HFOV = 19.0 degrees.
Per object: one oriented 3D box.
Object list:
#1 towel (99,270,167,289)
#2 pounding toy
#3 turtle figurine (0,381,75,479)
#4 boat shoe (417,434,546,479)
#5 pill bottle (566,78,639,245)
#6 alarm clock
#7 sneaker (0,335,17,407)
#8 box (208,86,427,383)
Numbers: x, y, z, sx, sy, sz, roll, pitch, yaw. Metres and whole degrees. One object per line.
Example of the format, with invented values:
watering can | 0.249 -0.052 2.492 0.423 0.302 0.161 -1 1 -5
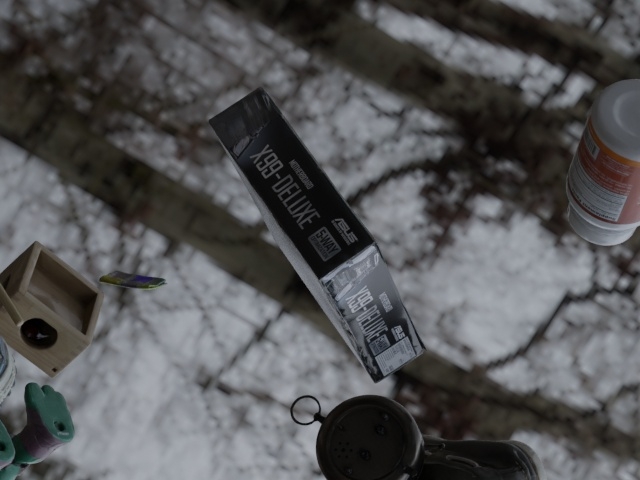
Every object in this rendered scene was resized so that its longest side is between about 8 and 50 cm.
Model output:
towel | -0.265 0.057 2.708 0.060 0.083 0.009 -20 117 -64
pounding toy | -0.410 0.087 2.580 0.094 0.206 0.181 -41 -159 25
turtle figurine | -0.303 0.206 1.521 0.234 0.118 0.175 -41 -176 28
boat shoe | 0.140 0.307 2.414 0.335 0.095 0.112 -16 -89 53
pill bottle | 0.372 -0.090 2.365 0.216 0.121 0.121 100 5 -56
alarm clock | 0.043 0.244 2.336 0.129 0.192 0.064 -57 158 -12
sneaker | -0.411 0.148 2.092 0.110 0.122 0.283 -7 -149 9
box | 0.000 0.000 2.151 0.076 0.307 0.242 -33 -119 -3
